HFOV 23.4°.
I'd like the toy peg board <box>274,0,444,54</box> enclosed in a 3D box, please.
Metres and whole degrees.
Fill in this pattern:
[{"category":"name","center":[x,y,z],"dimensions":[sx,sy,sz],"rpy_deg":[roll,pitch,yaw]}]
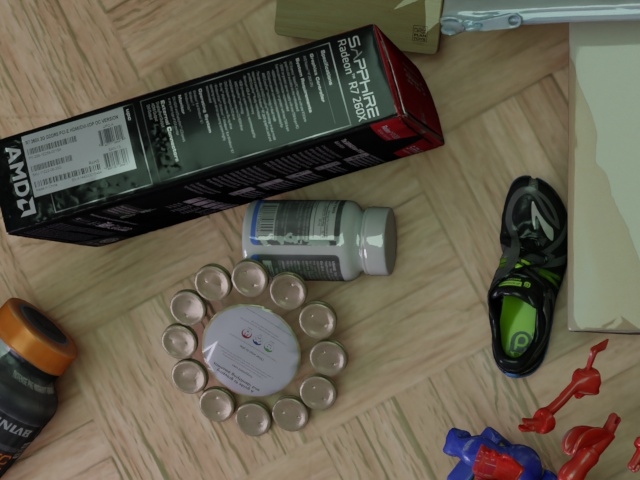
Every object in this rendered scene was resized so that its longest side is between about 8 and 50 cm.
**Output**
[{"category":"toy peg board","center":[0.050,-0.271,1.485],"dimensions":[0.161,0.079,0.161],"rpy_deg":[9,104,14]}]

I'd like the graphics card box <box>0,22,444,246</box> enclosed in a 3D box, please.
[{"category":"graphics card box","center":[-0.088,-0.087,1.414],"dimensions":[0.370,0.233,0.094],"rpy_deg":[-17,84,12]}]

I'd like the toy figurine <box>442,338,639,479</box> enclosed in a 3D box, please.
[{"category":"toy figurine","center":[0.231,0.225,1.381],"dimensions":[0.362,0.217,0.191],"rpy_deg":[38,78,-31]}]

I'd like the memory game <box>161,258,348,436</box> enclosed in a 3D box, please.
[{"category":"memory game","center":[-0.064,0.104,1.474],"dimensions":[0.186,0.012,0.186],"rpy_deg":[5,112,12]}]

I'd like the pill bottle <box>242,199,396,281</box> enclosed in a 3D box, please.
[{"category":"pill bottle","center":[0.000,0.000,1.468],"dimensions":[0.137,0.078,0.078],"rpy_deg":[1,87,13]}]

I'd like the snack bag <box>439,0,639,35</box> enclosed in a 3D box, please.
[{"category":"snack bag","center":[0.276,-0.303,1.359],"dimensions":[0.323,0.037,0.343],"rpy_deg":[-1,52,11]}]

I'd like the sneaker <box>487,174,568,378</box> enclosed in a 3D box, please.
[{"category":"sneaker","center":[0.192,0.034,1.422],"dimensions":[0.067,0.078,0.188],"rpy_deg":[6,87,13]}]

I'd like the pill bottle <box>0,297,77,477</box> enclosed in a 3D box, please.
[{"category":"pill bottle","center":[-0.347,0.173,1.508],"dimensions":[0.130,0.130,0.246],"rpy_deg":[42,96,12]}]

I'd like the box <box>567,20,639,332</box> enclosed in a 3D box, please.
[{"category":"box","center":[0.284,-0.072,1.376],"dimensions":[0.121,0.148,0.311],"rpy_deg":[0,85,12]}]
